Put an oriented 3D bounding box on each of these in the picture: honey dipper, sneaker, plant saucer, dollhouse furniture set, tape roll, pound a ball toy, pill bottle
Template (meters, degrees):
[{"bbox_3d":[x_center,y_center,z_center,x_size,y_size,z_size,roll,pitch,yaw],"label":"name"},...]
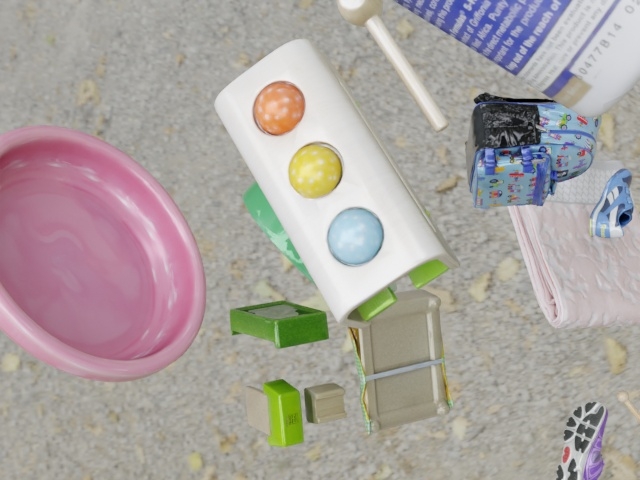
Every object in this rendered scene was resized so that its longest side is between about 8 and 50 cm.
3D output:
[{"bbox_3d":[0.503,0.292,1.528,0.030,0.030,0.161,-37,89,26],"label":"honey dipper"},{"bbox_3d":[0.449,0.353,1.701,0.068,0.071,0.170,25,101,59],"label":"sneaker"},{"bbox_3d":[0.488,-0.057,1.649,0.059,0.053,0.144,13,57,32],"label":"sneaker"},{"bbox_3d":[-0.287,0.022,1.200,0.084,0.332,0.332,-36,71,34],"label":"plant saucer"},{"bbox_3d":[0.034,0.187,1.547,0.151,0.301,0.198,4,100,61],"label":"dollhouse furniture set"},{"bbox_3d":[0.000,0.000,1.818,0.077,0.321,0.321,-45,67,9],"label":"tape roll"},{"bbox_3d":[0.031,-0.101,1.021,0.208,0.135,0.319,-34,71,12],"label":"pound a ball toy"},{"bbox_3d":[0.064,-0.143,0.411,0.186,0.112,0.112,32,107,1],"label":"pill bottle"}]

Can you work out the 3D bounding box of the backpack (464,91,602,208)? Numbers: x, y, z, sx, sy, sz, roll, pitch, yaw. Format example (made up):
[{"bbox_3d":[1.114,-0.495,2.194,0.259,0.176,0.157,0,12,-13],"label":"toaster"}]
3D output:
[{"bbox_3d":[0.284,-0.116,1.331,0.173,0.158,0.117,-2,68,1],"label":"backpack"}]

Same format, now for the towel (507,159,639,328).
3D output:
[{"bbox_3d":[0.458,-0.004,1.716,0.053,0.331,0.317,-36,61,46],"label":"towel"}]
